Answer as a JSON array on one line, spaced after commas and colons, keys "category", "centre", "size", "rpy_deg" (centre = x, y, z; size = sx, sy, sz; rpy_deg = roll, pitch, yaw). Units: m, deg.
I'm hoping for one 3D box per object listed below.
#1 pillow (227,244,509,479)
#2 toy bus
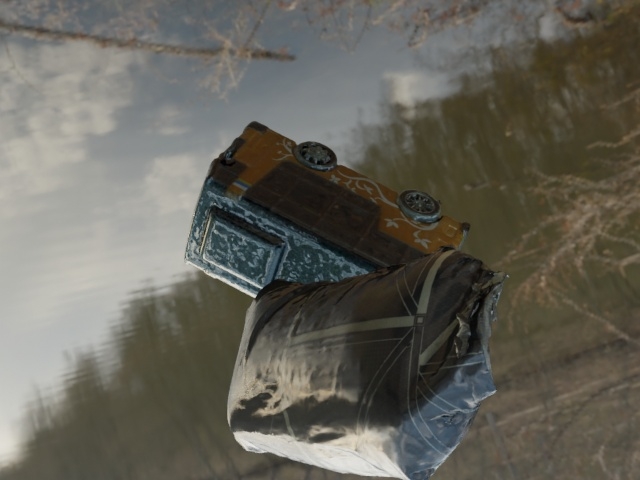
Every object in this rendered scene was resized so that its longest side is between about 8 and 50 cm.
[{"category": "pillow", "centre": [0.022, 0.094, 0.677], "size": [0.093, 0.161, 0.335], "rpy_deg": [9, 168, -29]}, {"category": "toy bus", "centre": [0.000, 0.000, 0.966], "size": [0.167, 0.275, 0.138], "rpy_deg": [-52, 167, -51]}]
